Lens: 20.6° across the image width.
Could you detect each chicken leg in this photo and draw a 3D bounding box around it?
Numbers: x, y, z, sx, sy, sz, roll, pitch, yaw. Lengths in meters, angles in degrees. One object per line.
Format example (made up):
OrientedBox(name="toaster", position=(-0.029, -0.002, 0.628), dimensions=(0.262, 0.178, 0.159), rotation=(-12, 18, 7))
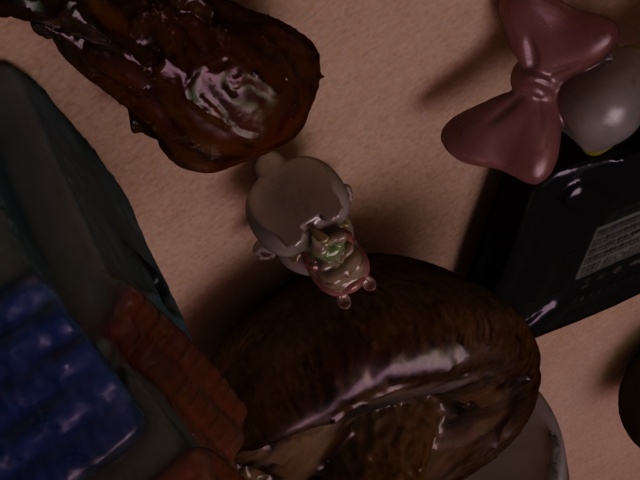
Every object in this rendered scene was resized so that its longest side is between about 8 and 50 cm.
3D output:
OrientedBox(name="chicken leg", position=(-0.110, -0.109, 1.002), dimensions=(0.113, 0.093, 0.304), rotation=(-35, 150, 25))

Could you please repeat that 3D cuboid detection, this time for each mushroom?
OrientedBox(name="mushroom", position=(0.024, 0.133, 1.389), dimensions=(0.283, 0.195, 0.263), rotation=(-56, 141, 4))

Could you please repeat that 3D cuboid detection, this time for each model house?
OrientedBox(name="model house", position=(-0.169, 0.109, 1.013), dimensions=(0.251, 0.329, 0.295), rotation=(-37, 150, -2))

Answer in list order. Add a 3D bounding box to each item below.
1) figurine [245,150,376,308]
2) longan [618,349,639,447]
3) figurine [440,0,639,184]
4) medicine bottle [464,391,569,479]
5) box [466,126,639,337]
OrientedBox(name="figurine", position=(-0.008, 0.005, 1.267), dimensions=(0.081, 0.098, 0.146), rotation=(-15, 154, 4))
OrientedBox(name="longan", position=(0.413, 0.162, 1.894), dimensions=(0.189, 0.189, 0.189), rotation=(-26, 151, -16))
OrientedBox(name="figurine", position=(0.308, -0.070, 1.294), dimensions=(0.193, 0.421, 0.154), rotation=(-71, 180, -68))
OrientedBox(name="medicine bottle", position=(0.138, 0.268, 1.698), dimensions=(0.213, 0.213, 0.379), rotation=(-31, 152, -6))
OrientedBox(name="box", position=(0.263, -0.030, 1.522), dimensions=(0.290, 0.073, 0.289), rotation=(-21, 149, -24))
